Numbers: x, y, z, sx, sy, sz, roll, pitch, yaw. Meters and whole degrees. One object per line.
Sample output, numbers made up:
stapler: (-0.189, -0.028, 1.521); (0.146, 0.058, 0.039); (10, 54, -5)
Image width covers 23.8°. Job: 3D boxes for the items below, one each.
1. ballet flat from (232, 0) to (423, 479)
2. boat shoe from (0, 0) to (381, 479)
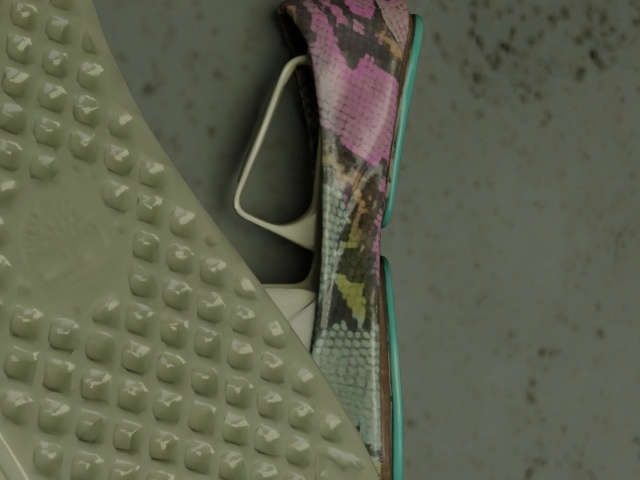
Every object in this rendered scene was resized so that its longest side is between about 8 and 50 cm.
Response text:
ballet flat: (0.000, 0.000, 0.655); (0.079, 0.077, 0.222); (3, 87, -8)
boat shoe: (-0.152, -0.037, 0.523); (0.187, 0.156, 0.500); (-34, 96, -42)
